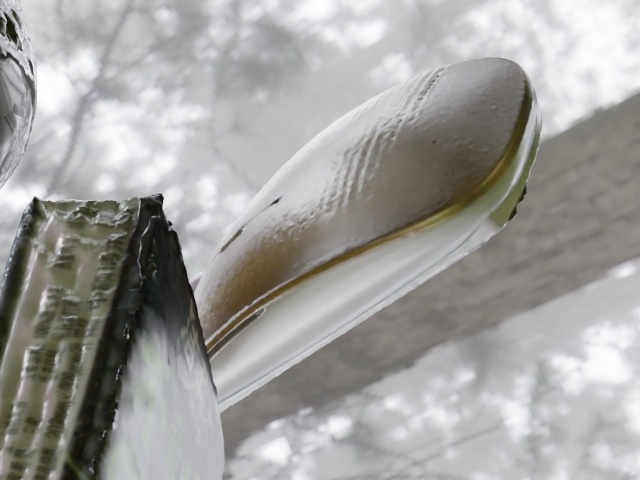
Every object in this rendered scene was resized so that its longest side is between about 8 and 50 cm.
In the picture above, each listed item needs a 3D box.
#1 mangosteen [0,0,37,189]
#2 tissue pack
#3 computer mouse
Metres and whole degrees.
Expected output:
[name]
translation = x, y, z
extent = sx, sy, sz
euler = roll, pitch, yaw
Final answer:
[mangosteen]
translation = -0.256, -0.088, 1.024
extent = 0.216, 0.216, 0.216
euler = 23, -126, -36
[tissue pack]
translation = -0.093, 0.120, 0.754
extent = 0.235, 0.073, 0.173
euler = -81, -12, -45
[computer mouse]
translation = 0.000, 0.000, 0.887
extent = 0.056, 0.245, 0.126
euler = 40, -137, -17
